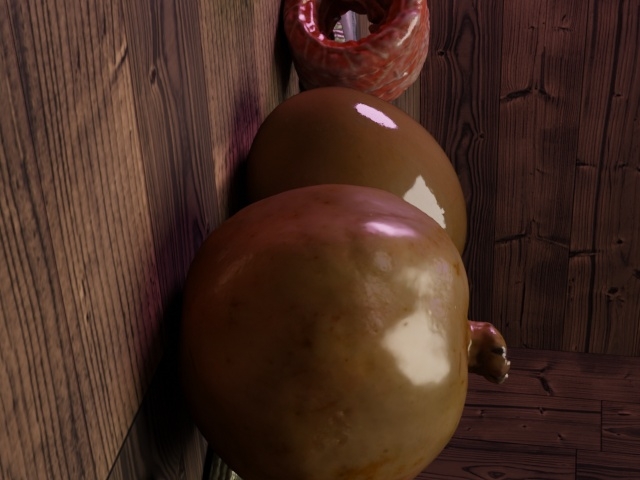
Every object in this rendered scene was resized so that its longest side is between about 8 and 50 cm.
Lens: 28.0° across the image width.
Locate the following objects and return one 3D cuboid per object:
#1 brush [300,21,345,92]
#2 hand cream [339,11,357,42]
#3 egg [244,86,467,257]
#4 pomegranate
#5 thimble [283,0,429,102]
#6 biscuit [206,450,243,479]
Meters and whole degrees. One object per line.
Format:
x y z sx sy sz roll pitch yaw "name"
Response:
-0.008 -0.230 2.176 0.084 0.071 0.301 78 23 -67 "brush"
0.040 -0.400 2.414 0.124 0.078 0.340 60 28 -71 "hand cream"
0.051 -0.050 1.843 0.301 0.301 0.374 -75 147 -46 "egg"
0.027 0.125 1.542 0.411 0.411 0.411 4 90 -80 "pomegranate"
0.059 -0.339 2.023 0.162 0.239 0.239 64 31 -65 "thimble"
-0.116 0.373 1.809 0.252 0.052 0.150 73 23 -62 "biscuit"
